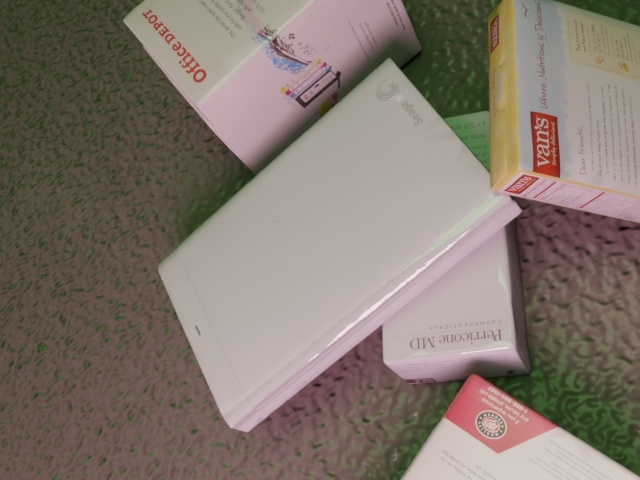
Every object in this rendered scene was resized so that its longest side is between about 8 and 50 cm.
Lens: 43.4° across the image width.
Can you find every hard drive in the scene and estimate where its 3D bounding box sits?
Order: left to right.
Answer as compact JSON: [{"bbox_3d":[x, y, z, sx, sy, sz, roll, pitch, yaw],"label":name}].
[{"bbox_3d":[0.000,0.000,0.732,0.307,0.040,0.203,-41,53,12],"label":"hard drive"}]

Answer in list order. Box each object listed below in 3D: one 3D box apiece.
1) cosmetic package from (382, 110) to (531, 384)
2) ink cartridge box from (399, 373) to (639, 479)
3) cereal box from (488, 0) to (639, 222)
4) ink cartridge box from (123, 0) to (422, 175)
[{"bbox_3d":[0.119,0.007,0.737,0.118,0.085,0.231,-10,62,20],"label":"cosmetic package"},{"bbox_3d":[0.129,0.242,0.621,0.159,0.092,0.217,31,80,31],"label":"ink cartridge box"},{"bbox_3d":[0.255,-0.101,0.672,0.240,0.047,0.172,11,66,-15],"label":"cereal box"},{"bbox_3d":[-0.048,-0.219,0.858,0.233,0.168,0.171,-40,58,1],"label":"ink cartridge box"}]
